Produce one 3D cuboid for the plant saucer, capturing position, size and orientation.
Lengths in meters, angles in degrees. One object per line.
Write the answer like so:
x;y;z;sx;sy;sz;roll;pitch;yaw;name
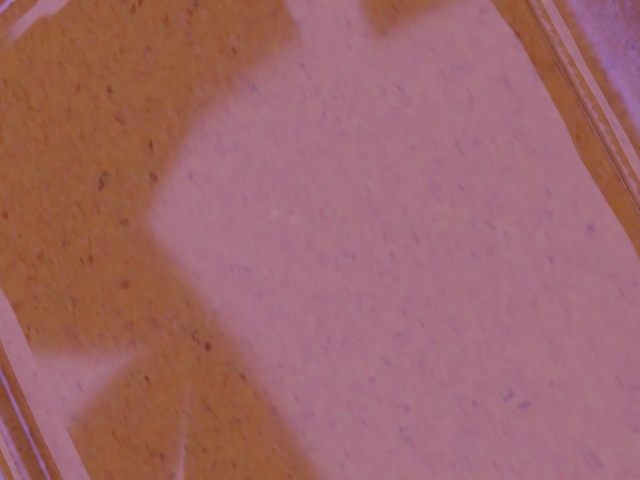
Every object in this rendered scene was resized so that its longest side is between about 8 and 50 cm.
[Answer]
0.000;0.000;0.513;0.332;0.081;0.333;-34;78;34;plant saucer
